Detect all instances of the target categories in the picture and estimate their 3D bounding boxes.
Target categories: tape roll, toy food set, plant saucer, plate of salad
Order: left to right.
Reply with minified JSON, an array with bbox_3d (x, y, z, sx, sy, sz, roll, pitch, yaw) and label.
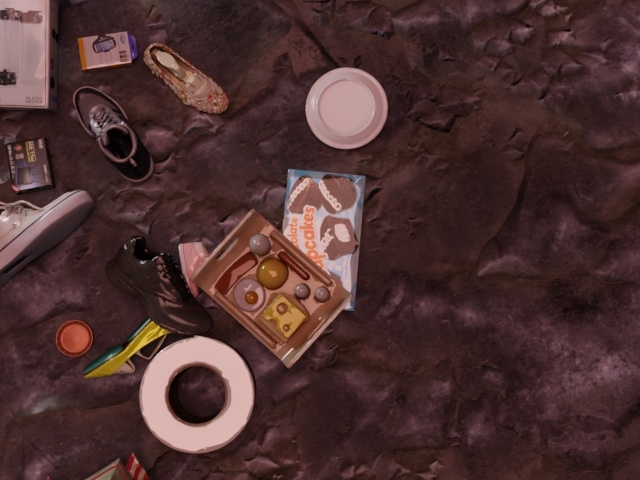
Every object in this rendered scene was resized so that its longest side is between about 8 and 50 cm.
[{"bbox_3d":[-0.567,0.226,1.779,0.083,0.013,0.084,0,83,-3],"label":"plant saucer"},{"bbox_3d":[-0.265,0.337,1.705,0.246,0.169,0.246,1,82,-3],"label":"tape roll"},{"bbox_3d":[-0.110,0.107,1.729,0.306,0.092,0.220,41,87,9],"label":"toy food set"},{"bbox_3d":[0.064,-0.320,1.876,0.199,0.048,0.200,0,88,5],"label":"plate of salad"}]

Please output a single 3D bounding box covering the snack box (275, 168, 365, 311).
[{"bbox_3d":[0.000,0.000,1.821,0.187,0.060,0.322,5,82,-1],"label":"snack box"}]

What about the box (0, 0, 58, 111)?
[{"bbox_3d":[-0.703,-0.451,1.796,0.169,0.087,0.290,0,94,-3],"label":"box"}]

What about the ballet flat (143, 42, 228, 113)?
[{"bbox_3d":[-0.327,-0.388,1.845,0.241,0.077,0.091,34,81,1],"label":"ballet flat"}]

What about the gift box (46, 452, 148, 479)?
[{"bbox_3d":[-0.470,0.609,1.608,0.255,0.258,0.276,-26,92,-6],"label":"gift box"}]

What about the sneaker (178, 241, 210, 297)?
[{"bbox_3d":[-0.285,0.066,1.799,0.070,0.051,0.134,-12,79,0],"label":"sneaker"}]

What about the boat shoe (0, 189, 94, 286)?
[{"bbox_3d":[-0.699,-0.028,1.755,0.367,0.136,0.156,-38,83,2],"label":"boat shoe"}]

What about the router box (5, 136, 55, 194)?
[{"bbox_3d":[-0.682,-0.176,1.812,0.092,0.038,0.123,-12,83,-6],"label":"router box"}]

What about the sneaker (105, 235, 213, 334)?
[{"bbox_3d":[-0.352,0.102,1.733,0.286,0.109,0.130,37,112,5],"label":"sneaker"}]

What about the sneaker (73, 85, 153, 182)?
[{"bbox_3d":[-0.486,-0.262,1.779,0.101,0.153,0.269,-37,86,-8],"label":"sneaker"}]

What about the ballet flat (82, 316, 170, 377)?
[{"bbox_3d":[-0.431,0.255,1.757,0.231,0.077,0.077,-40,103,-10],"label":"ballet flat"}]

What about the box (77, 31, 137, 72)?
[{"bbox_3d":[-0.513,-0.458,1.868,0.136,0.028,0.081,-9,83,-7],"label":"box"}]
